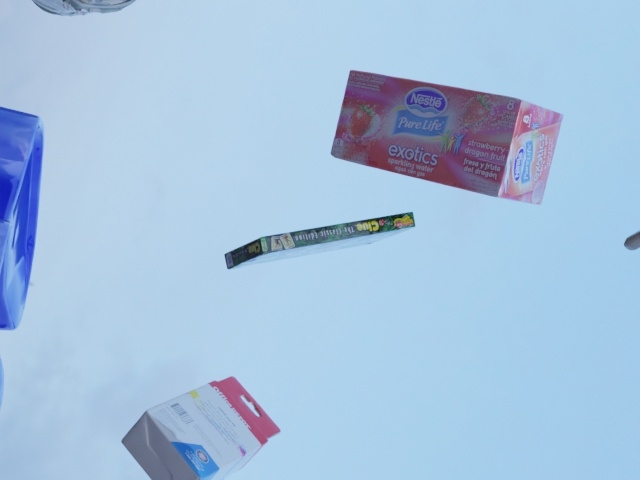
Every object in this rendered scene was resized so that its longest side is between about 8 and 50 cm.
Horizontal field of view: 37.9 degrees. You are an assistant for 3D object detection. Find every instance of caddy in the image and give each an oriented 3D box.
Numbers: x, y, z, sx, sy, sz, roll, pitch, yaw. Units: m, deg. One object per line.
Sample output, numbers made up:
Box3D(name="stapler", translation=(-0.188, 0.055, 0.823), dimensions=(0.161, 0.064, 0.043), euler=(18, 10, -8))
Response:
Box3D(name="caddy", translation=(-0.340, 0.021, 0.766), dimensions=(0.341, 0.179, 0.241), euler=(115, -20, -49))

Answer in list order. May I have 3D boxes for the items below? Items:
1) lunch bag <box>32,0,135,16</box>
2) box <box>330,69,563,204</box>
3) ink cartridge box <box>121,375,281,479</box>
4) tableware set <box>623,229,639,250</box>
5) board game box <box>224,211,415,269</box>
Box3D(name="lunch bag", translation=(-0.317, -0.415, 1.184), dimensions=(0.305, 0.212, 0.256), euler=(-155, -128, -64))
Box3D(name="box", translation=(0.184, -0.156, 1.394), dimensions=(0.299, 0.154, 0.142), euler=(18, -81, 37))
Box3D(name="ink cartridge box", translation=(-0.177, 0.303, 1.440), dimensions=(0.134, 0.231, 0.078), euler=(47, -65, 16))
Box3D(name="tableware set", translation=(0.305, -0.006, 0.588), dimensions=(0.039, 0.128, 0.194), euler=(-53, -176, -31))
Box3D(name="board game box", translation=(0.000, 0.000, 1.389), dimensions=(0.136, 0.259, 0.030), euler=(-18, -97, 61))
